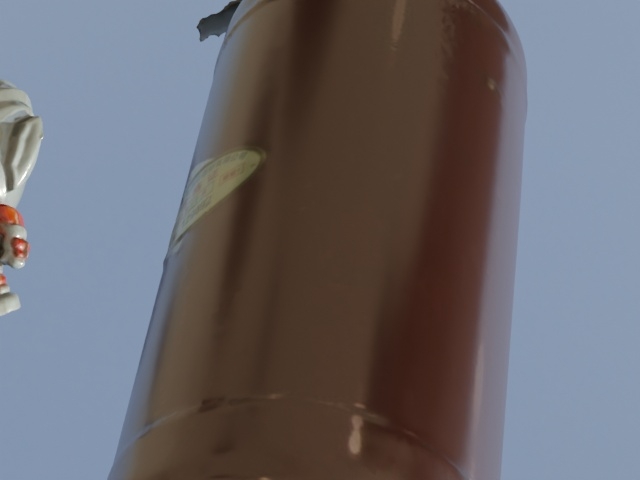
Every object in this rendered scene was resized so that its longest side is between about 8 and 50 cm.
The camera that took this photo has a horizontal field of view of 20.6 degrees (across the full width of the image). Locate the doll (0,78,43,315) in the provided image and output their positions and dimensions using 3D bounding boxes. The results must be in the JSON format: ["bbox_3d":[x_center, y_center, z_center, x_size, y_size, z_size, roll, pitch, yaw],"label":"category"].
[{"bbox_3d":[-0.207,-0.034,1.055,0.094,0.079,0.180,-14,-114,19],"label":"doll"}]

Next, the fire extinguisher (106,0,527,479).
[{"bbox_3d":[0.000,0.000,0.579,0.135,0.114,0.337,-3,-135,15],"label":"fire extinguisher"}]
